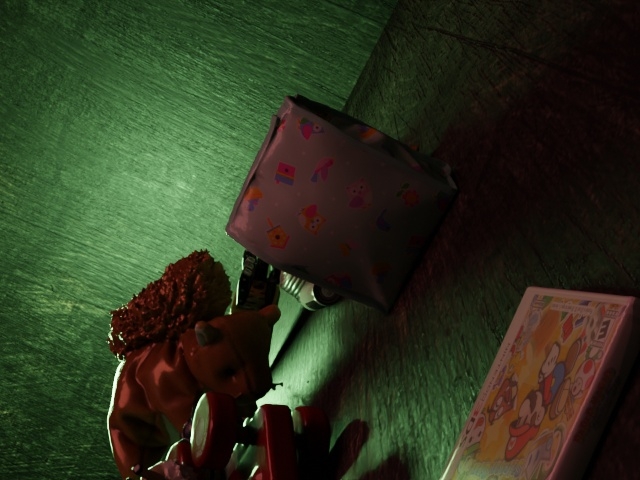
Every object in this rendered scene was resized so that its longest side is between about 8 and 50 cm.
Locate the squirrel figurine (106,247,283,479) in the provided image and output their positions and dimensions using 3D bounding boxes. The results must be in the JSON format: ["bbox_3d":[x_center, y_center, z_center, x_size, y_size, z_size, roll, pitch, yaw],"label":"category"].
[{"bbox_3d":[-0.241,0.207,2.161,0.370,0.281,0.397,-49,58,46],"label":"squirrel figurine"}]

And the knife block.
[{"bbox_3d":[-0.140,0.156,2.346,0.242,0.088,0.275,73,-151,-86],"label":"knife block"}]

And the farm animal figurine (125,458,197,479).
[{"bbox_3d":[-0.197,0.481,1.397,0.330,0.172,0.327,-51,46,4],"label":"farm animal figurine"}]

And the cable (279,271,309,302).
[{"bbox_3d":[0.000,0.000,2.240,0.257,0.089,0.257,-62,8,17],"label":"cable"}]

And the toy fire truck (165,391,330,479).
[{"bbox_3d":[-0.098,0.359,1.510,0.254,0.169,0.302,-97,28,-42],"label":"toy fire truck"}]

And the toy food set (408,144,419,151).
[{"bbox_3d":[0.106,-0.086,1.794,0.128,0.071,0.218,-24,8,14],"label":"toy food set"}]

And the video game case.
[{"bbox_3d":[0.160,0.134,0.878,0.206,0.026,0.227,-65,7,-4],"label":"video game case"}]

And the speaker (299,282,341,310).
[{"bbox_3d":[0.000,0.094,2.051,0.055,0.055,0.136,-66,8,-11],"label":"speaker"}]

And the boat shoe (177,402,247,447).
[{"bbox_3d":[-0.150,0.342,1.849,0.127,0.158,0.340,-66,7,-10],"label":"boat shoe"}]

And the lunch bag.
[{"bbox_3d":[0.022,-0.055,1.585,0.160,0.262,0.223,-85,21,-71],"label":"lunch bag"}]
